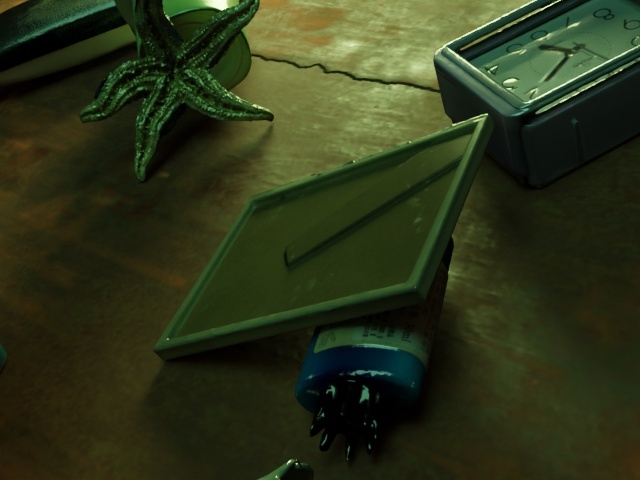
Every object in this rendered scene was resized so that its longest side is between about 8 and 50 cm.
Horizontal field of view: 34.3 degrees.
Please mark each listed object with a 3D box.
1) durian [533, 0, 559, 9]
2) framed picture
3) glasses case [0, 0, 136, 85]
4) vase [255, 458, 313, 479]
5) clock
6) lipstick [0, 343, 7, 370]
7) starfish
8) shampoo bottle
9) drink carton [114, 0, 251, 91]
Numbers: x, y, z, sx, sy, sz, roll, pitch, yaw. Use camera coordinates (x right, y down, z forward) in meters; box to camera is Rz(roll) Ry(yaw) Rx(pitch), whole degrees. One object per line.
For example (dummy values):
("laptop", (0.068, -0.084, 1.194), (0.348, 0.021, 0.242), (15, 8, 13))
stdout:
("durian", (0.232, -0.248, 0.969), (0.080, 0.080, 0.091), (4, 60, 30))
("framed picture", (0.000, 0.000, 0.761), (0.250, 0.016, 0.184), (-17, 33, 38))
("glasses case", (-0.279, -0.265, 1.241), (0.314, 0.075, 0.122), (-21, 39, 2))
("vase", (-0.074, 0.178, 0.596), (0.148, 0.081, 0.081), (-14, 38, 17))
("clock", (0.207, -0.138, 0.841), (0.193, 0.073, 0.145), (-28, 37, -8))
("lipstick", (-0.300, 0.046, 0.800), (0.048, 0.158, 0.048), (-14, 37, 11))
("starfish", (-0.125, -0.153, 0.991), (0.208, 0.175, 0.053), (-58, 0, 11))
("shampoo bottle", (0.036, 0.062, 0.699), (0.087, 0.050, 0.183), (-8, 39, 26))
("drink carton", (-0.137, -0.227, 1.083), (0.146, 0.144, 0.142), (-22, 47, 6))
